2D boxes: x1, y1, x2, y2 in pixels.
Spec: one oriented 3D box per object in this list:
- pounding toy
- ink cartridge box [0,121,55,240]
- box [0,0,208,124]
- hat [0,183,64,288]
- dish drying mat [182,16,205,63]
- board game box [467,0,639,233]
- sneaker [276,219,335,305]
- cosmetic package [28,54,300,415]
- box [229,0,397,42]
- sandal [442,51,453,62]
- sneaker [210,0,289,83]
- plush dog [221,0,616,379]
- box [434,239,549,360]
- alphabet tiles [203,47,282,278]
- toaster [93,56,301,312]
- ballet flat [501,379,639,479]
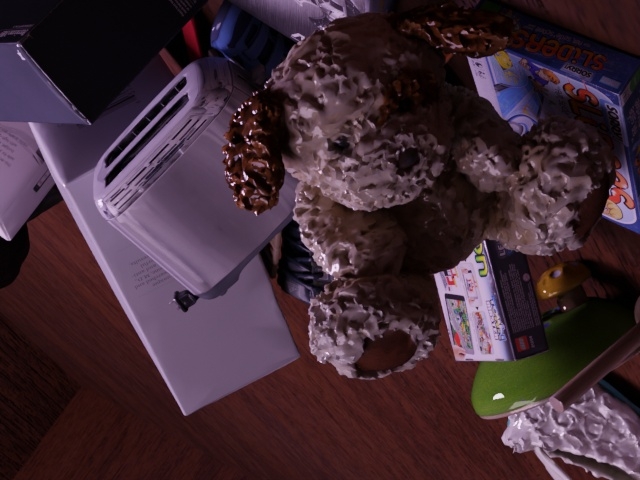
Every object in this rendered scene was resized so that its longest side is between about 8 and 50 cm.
[{"bbox_3d":[0.213,0.074,1.473,0.110,0.183,0.237,63,161,-1],"label":"pounding toy"},{"bbox_3d":[-0.385,-0.126,1.972,0.148,0.203,0.086,33,163,10],"label":"ink cartridge box"},{"bbox_3d":[-0.234,-0.203,1.473,0.103,0.184,0.261,52,158,-25],"label":"box"},{"bbox_3d":[-0.414,-0.107,2.152,0.133,0.331,0.331,-14,149,8],"label":"hat"},{"bbox_3d":[-0.123,-0.192,1.562,0.032,0.008,0.083,45,156,40],"label":"dish drying mat"},{"bbox_3d":[0.188,-0.091,1.227,0.136,0.035,0.201,26,161,29],"label":"board game box"},{"bbox_3d":[0.000,0.000,1.703,0.111,0.121,0.300,21,158,39],"label":"sneaker"},{"bbox_3d":[-0.170,-0.022,1.693,0.217,0.156,0.385,56,172,41],"label":"cosmetic package"},{"bbox_3d":[-0.047,-0.238,1.244,0.231,0.056,0.183,32,164,9],"label":"box"},{"bbox_3d":[0.063,-0.101,1.301,0.076,0.102,0.265,65,163,6],"label":"sandal"},{"bbox_3d":[-0.058,-0.175,1.460,0.059,0.053,0.144,24,166,21],"label":"sneaker"},{"bbox_3d":[0.050,-0.068,1.165,0.225,0.262,0.210,58,176,-40],"label":"plush dog"},{"bbox_3d":[0.131,0.001,1.387,0.114,0.036,0.207,-9,95,68],"label":"box"},{"bbox_3d":[-0.087,-0.088,1.636,0.198,0.009,0.237,60,165,20],"label":"alphabet tiles"},{"bbox_3d":[-0.103,-0.056,1.448,0.146,0.227,0.129,39,-162,-23],"label":"toaster"},{"bbox_3d":[0.372,0.277,1.728,0.409,0.147,0.147,32,164,7],"label":"ballet flat"}]
